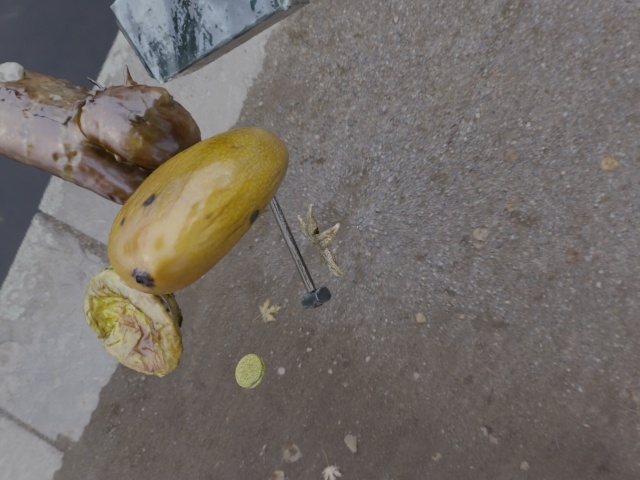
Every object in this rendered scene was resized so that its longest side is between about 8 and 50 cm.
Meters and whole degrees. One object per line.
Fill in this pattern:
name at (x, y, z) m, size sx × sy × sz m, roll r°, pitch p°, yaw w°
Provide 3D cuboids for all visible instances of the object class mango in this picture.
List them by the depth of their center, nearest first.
mango at (-0.123, -0.053, 0.442) m, size 0.157 × 0.262 × 0.109 m, roll -22°, pitch 120°, yaw 42°

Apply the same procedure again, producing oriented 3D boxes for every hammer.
hammer at (-0.079, 0.009, 1.071) m, size 0.044 × 0.111 × 0.365 m, roll -21°, pitch 82°, yaw -27°

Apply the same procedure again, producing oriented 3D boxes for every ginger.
ginger at (-0.405, -0.207, 0.708) m, size 0.419 × 0.176 × 0.254 m, roll 24°, pitch 119°, yaw -8°

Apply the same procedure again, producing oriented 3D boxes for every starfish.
starfish at (0.000, 0.000, 1.165) m, size 0.062 × 0.277 × 0.235 m, roll -29°, pitch 71°, yaw -15°

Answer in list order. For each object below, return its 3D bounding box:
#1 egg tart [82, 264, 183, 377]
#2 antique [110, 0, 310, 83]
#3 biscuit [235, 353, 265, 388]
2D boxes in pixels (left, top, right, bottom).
egg tart at (-0.347, 0.149, 0.776) m, size 0.241 × 0.106 × 0.240 m, roll 11°, pitch 117°, yaw 21°
antique at (-0.116, -0.241, 0.414) m, size 0.183 × 0.086 × 0.088 m, roll -18°, pitch 115°, yaw 23°
biscuit at (-0.175, 0.324, 0.997) m, size 0.084 × 0.023 × 0.083 m, roll -15°, pitch 56°, yaw 24°
